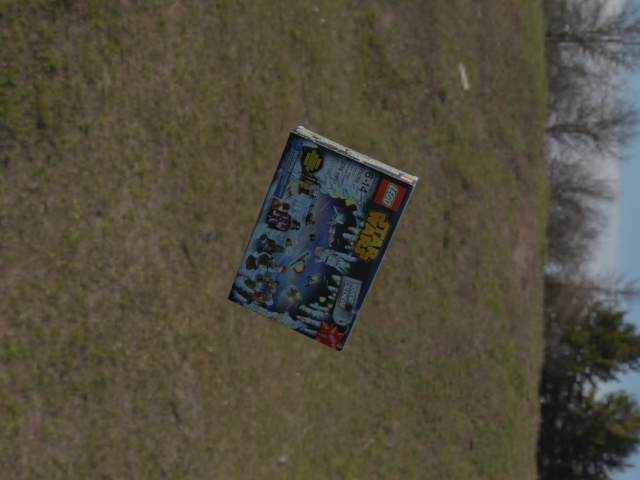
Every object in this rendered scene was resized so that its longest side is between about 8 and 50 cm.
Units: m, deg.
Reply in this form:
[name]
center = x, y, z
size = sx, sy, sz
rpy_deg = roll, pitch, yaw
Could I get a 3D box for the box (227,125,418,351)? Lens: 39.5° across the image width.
[box]
center = 0.000, 0.000, 0.634
size = 0.027, 0.094, 0.137
rpy_deg = -50, 163, -70
